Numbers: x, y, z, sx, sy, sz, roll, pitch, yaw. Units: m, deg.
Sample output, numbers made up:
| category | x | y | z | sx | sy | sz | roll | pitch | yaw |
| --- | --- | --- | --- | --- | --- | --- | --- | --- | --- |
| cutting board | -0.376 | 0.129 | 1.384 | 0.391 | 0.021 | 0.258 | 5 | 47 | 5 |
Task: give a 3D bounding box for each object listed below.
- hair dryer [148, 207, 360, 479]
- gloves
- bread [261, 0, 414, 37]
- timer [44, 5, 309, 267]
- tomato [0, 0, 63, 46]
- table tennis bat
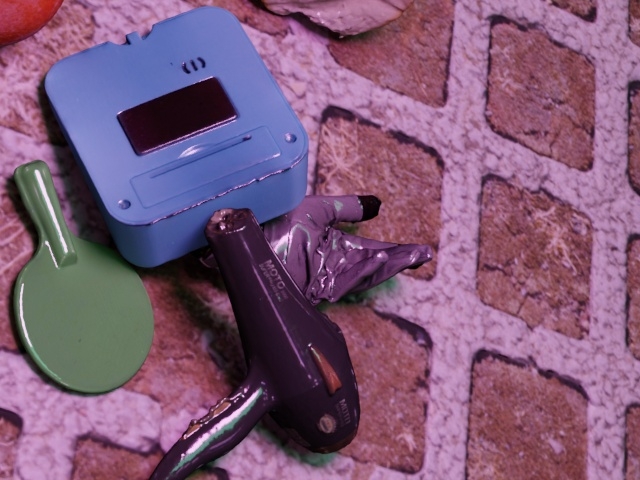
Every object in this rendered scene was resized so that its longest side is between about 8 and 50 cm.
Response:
| category | x | y | z | sx | sy | sz | roll | pitch | yaw |
| --- | --- | --- | --- | --- | --- | --- | --- | --- | --- |
| hair dryer | -0.120 | 0.171 | 1.720 | 0.359 | 0.120 | 0.303 | -42 | 124 | -26 |
| gloves | -0.009 | 0.002 | 1.886 | 0.285 | 0.119 | 0.142 | 7 | 69 | -17 |
| bread | 0.017 | -0.420 | 2.009 | 0.225 | 0.250 | 0.279 | 10 | 59 | -40 |
| timer | -0.156 | -0.121 | 1.803 | 0.232 | 0.091 | 0.250 | -22 | 63 | -12 |
| tomato | -0.354 | -0.315 | 1.730 | 0.232 | 0.188 | 0.232 | 12 | 66 | -30 |
| table tennis bat | -0.264 | 0.037 | 1.741 | 0.160 | 0.039 | 0.257 | -19 | 87 | -40 |
